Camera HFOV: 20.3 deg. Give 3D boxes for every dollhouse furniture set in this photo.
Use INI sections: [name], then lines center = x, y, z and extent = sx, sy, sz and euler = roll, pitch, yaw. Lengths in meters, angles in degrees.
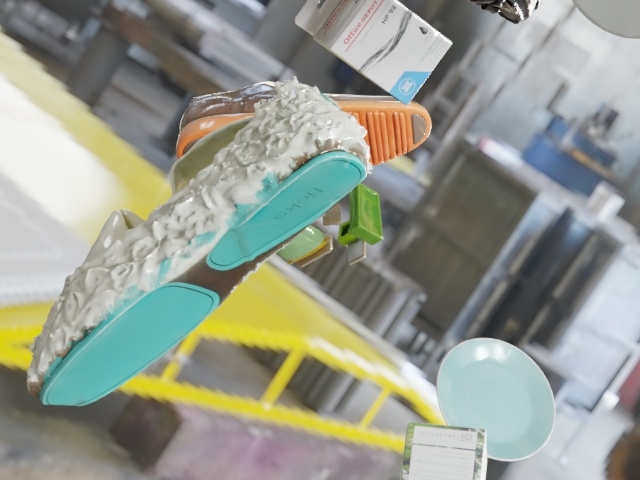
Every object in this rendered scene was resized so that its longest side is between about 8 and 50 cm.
[dollhouse furniture set]
center = 0.000, 0.000, 1.871
extent = 0.076, 0.151, 0.059
euler = 30, 45, -37

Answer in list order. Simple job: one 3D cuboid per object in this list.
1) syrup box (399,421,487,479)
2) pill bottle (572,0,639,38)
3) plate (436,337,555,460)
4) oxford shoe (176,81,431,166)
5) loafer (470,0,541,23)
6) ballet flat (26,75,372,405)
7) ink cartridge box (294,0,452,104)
[syrup box]
center = 0.132, 0.334, 2.030
extent = 0.093, 0.237, 0.096
euler = 5, -26, 8
[pill bottle]
center = 0.417, -0.333, 1.906
extent = 0.204, 0.204, 0.361
euler = 37, 38, 25
[plate]
center = 0.245, 0.227, 2.527
extent = 0.188, 0.024, 0.188
euler = 11, 58, -18
[oxford shoe]
center = -0.025, -0.180, 2.562
extent = 0.363, 0.130, 0.133
euler = -3, 45, 2
[loafer]
center = 0.189, -0.344, 2.215
extent = 0.109, 0.095, 0.302
euler = 32, -9, 30
[ballet flat]
center = -0.127, -0.003, 1.702
extent = 0.147, 0.409, 0.147
euler = 49, 13, -15
[ink cartridge box]
center = 0.067, -0.266, 2.293
extent = 0.180, 0.104, 0.060
euler = 32, 7, -32
